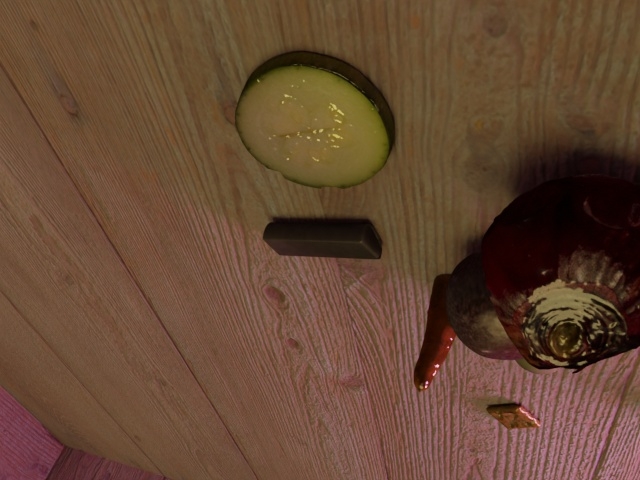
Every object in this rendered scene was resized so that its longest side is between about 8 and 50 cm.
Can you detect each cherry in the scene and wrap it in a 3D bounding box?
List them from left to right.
[{"bbox_3d":[0.267,0.101,1.046,0.176,0.140,0.176,42,152,29],"label":"cherry"}]

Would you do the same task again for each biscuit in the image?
[{"bbox_3d":[0.391,0.358,1.455,0.081,0.018,0.083,41,143,-26],"label":"biscuit"}]

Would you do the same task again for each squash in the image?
[{"bbox_3d":[-0.005,-0.156,0.965,0.219,0.041,0.219,12,143,9],"label":"squash"}]

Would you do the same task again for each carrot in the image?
[{"bbox_3d":[0.181,0.147,1.115,0.061,0.209,0.061,15,141,13],"label":"carrot"}]

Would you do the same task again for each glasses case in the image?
[{"bbox_3d":[0.002,0.000,1.168,0.191,0.042,0.072,2,148,29],"label":"glasses case"}]

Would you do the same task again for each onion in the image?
[{"bbox_3d":[0.323,0.016,0.864,0.207,0.216,0.206,-27,106,37],"label":"onion"}]

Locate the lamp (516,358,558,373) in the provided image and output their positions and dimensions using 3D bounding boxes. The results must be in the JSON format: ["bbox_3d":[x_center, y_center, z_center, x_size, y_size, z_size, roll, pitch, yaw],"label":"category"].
[{"bbox_3d":[0.350,0.135,1.122,0.091,0.091,0.163,11,131,17],"label":"lamp"}]
